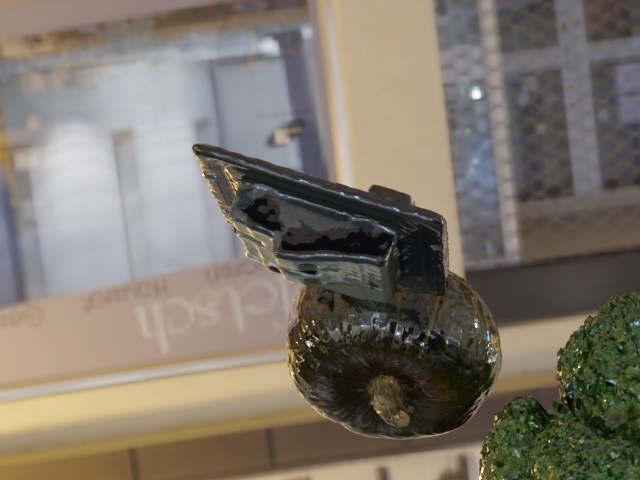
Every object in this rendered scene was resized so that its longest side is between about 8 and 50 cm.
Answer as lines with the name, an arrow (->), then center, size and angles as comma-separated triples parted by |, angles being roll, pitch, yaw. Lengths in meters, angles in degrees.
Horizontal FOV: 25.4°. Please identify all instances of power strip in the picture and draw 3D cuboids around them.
power strip -> 0.001, 0.002, 1.413 | 0.251, 0.092, 0.257 | 11, 164, 9

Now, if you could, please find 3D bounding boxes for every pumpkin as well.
pumpkin -> 0.083, 0.137, 1.651 | 0.260, 0.189, 0.260 | 4, 143, 3

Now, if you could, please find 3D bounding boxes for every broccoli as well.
broccoli -> 0.275, 0.259, 1.142 | 0.310, 0.413, 0.321 | 3, 141, -12
